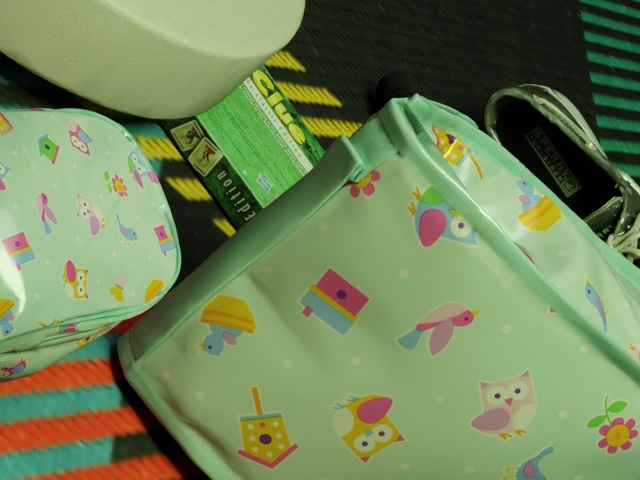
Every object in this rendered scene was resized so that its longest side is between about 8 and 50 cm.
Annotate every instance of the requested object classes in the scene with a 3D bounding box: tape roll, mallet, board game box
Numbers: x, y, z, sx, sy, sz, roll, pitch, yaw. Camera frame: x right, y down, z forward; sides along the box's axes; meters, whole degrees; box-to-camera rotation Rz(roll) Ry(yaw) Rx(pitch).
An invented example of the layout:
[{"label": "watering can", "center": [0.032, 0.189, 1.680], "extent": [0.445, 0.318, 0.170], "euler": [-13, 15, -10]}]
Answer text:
[{"label": "tape roll", "center": [-0.168, -0.248, 1.182], "extent": [0.392, 0.072, 0.392], "euler": [39, 28, -25]}, {"label": "mallet", "center": [0.109, -0.056, 1.517], "extent": [0.189, 0.039, 0.062], "euler": [45, 26, -30]}, {"label": "board game box", "center": [0.000, 0.000, 1.262], "extent": [0.259, 0.030, 0.136], "euler": [54, 27, -3]}]

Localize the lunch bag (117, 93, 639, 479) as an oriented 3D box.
[{"label": "lunch bag", "center": [0.048, 0.058, 1.047], "extent": [0.262, 0.223, 0.160], "euler": [38, 25, -30]}]

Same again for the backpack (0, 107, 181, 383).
[{"label": "backpack", "center": [-0.153, 0.006, 0.853], "extent": [0.182, 0.115, 0.152], "euler": [-7, 82, -57]}]

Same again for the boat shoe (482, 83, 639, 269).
[{"label": "boat shoe", "center": [0.241, -0.005, 1.578], "extent": [0.306, 0.113, 0.105], "euler": [59, 15, 8]}]
